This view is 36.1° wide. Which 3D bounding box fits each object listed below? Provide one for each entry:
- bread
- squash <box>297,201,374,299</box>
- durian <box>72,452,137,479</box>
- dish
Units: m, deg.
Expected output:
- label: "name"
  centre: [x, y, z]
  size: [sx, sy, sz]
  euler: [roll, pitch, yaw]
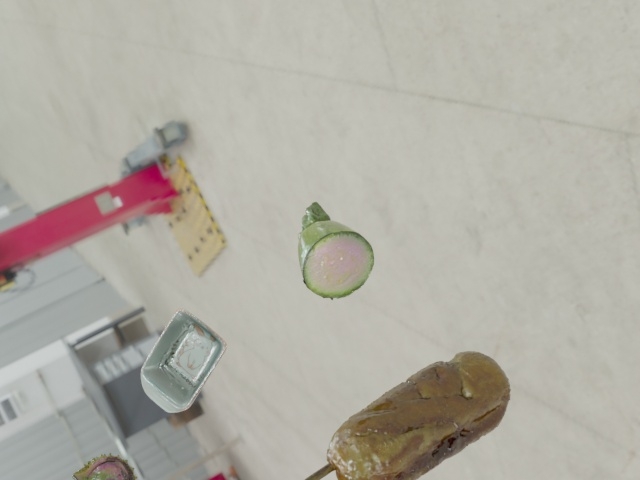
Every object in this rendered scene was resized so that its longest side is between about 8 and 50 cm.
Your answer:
- label: "bread"
  centre: [0.120, 0.241, 1.297]
  size: [0.124, 0.344, 0.084]
  euler: [38, 137, 37]
- label: "squash"
  centre: [0.001, 0.005, 1.351]
  size: [0.132, 0.105, 0.105]
  euler: [-127, 20, -54]
- label: "durian"
  centre: [-0.494, 0.569, 2.335]
  size: [0.186, 0.108, 0.119]
  euler: [36, 158, -10]
- label: "dish"
  centre: [-0.315, 0.285, 2.273]
  size: [0.154, 0.234, 0.064]
  euler: [36, -169, 16]
